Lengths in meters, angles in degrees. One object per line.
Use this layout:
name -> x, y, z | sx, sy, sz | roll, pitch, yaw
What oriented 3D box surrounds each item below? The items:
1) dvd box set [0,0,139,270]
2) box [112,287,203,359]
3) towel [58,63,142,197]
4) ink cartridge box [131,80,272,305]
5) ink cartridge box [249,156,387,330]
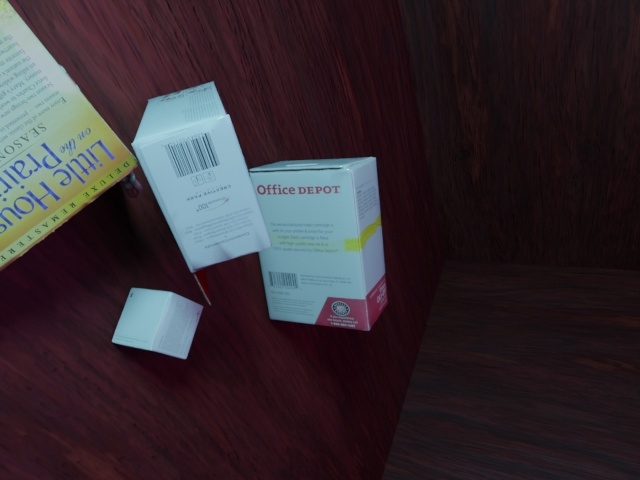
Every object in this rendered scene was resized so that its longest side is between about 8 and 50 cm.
dvd box set -> -0.422, -0.142, 0.420 | 0.307, 0.062, 0.420 | -43, 135, -14
box -> -0.280, 0.144, 0.794 | 0.087, 0.101, 0.102 | 43, 55, -54
towel -> -0.330, -0.158, 0.647 | 0.029, 0.144, 0.197 | -37, 129, -20
ink cartridge box -> -0.182, -0.093, 0.759 | 0.309, 0.130, 0.272 | -120, -167, -59
ink cartridge box -> 0.000, 0.000, 1.110 | 0.160, 0.279, 0.385 | -35, 123, -56
